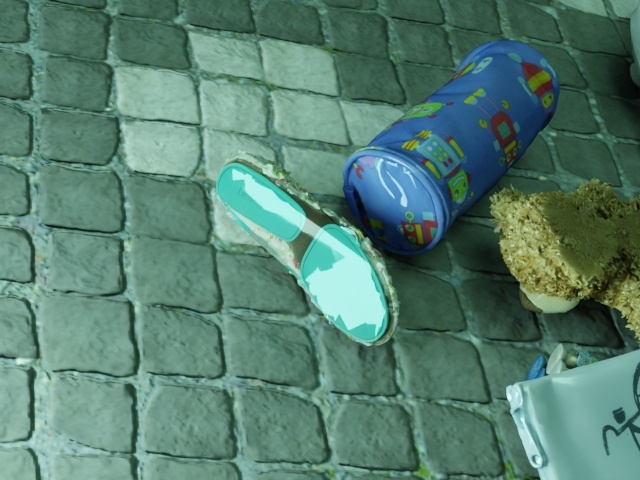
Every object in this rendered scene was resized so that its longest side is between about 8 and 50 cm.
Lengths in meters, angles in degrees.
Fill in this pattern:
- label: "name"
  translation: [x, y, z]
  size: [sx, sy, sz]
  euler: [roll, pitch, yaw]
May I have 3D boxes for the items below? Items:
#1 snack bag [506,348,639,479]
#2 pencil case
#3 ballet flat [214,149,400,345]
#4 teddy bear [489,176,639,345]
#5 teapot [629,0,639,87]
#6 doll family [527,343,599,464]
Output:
- label: "snack bag"
  translation: [0.336, 0.234, 1.221]
  size: [0.343, 0.037, 0.323]
  euler: [-14, 84, -24]
- label: "pencil case"
  translation: [0.135, -0.102, 1.521]
  size: [0.133, 0.119, 0.306]
  euler: [-2, 27, 36]
- label: "ballet flat"
  translation: [0.000, 0.000, 1.387]
  size: [0.241, 0.091, 0.077]
  euler: [47, 24, 18]
- label: "teddy bear"
  translation: [0.317, 0.028, 1.500]
  size: [0.338, 0.113, 0.245]
  euler: [-13, 60, -43]
- label: "teapot"
  translation: [0.456, -0.229, 1.762]
  size: [0.256, 0.187, 0.252]
  euler: [-16, 81, -56]
- label: "doll family"
  translation: [0.272, 0.182, 1.293]
  size: [0.163, 0.118, 0.263]
  euler: [21, 42, -4]
